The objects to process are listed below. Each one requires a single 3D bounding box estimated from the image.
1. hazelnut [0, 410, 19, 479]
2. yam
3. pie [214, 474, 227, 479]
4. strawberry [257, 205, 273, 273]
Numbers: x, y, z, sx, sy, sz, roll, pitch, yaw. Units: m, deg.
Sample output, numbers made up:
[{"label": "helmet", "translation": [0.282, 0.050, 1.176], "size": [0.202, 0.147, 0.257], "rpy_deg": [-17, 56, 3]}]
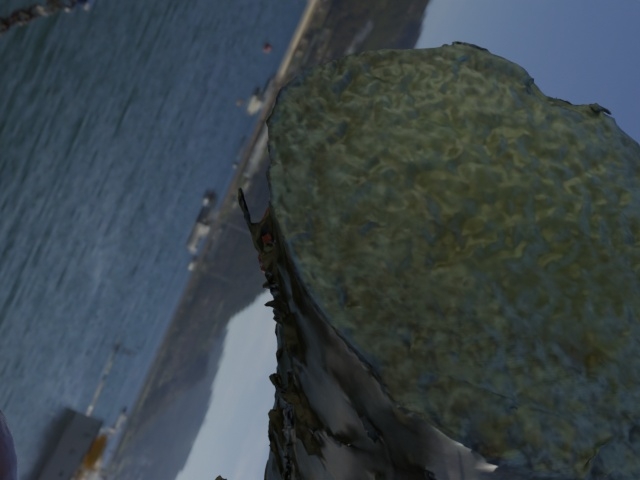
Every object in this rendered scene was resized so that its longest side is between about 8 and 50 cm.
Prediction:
[{"label": "hazelnut", "translation": [-0.299, 0.176, 0.644], "size": [0.214, 0.176, 0.214], "rpy_deg": [-47, 177, -3]}, {"label": "yam", "translation": [0.069, 0.094, 0.552], "size": [0.348, 0.241, 0.241], "rpy_deg": [97, 8, -46]}, {"label": "pie", "translation": [-0.057, 0.434, 1.114], "size": [0.075, 0.338, 0.337], "rpy_deg": [131, -18, -69]}, {"label": "strawberry", "translation": [0.001, -0.006, 1.067], "size": [0.131, 0.131, 0.148], "rpy_deg": [-64, 177, 24]}]
